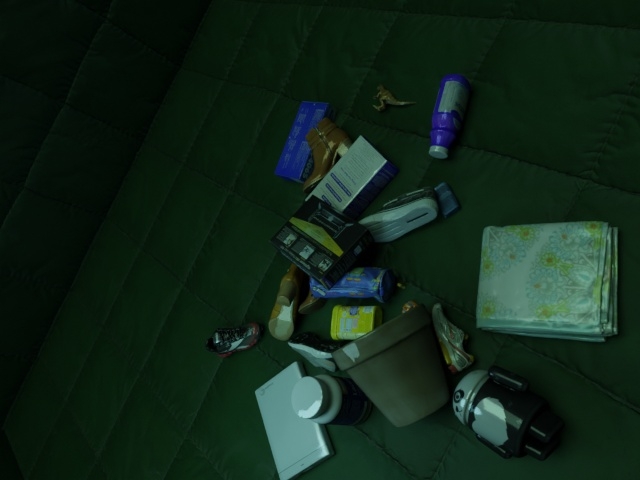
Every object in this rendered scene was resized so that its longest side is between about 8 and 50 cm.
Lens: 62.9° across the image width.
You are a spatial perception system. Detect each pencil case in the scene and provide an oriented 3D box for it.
[{"bbox_3d":[0.103,0.149,1.826,0.306,0.133,0.119,1,115,28],"label":"pencil case"}]

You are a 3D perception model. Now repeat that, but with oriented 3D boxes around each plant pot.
[{"bbox_3d":[0.235,0.383,1.562,0.323,0.323,0.280,-33,79,26],"label":"plant pot"}]

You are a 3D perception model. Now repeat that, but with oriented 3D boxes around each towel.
[{"bbox_3d":[0.630,0.110,1.473,0.374,0.090,0.320,-2,69,39],"label":"towel"},{"bbox_3d":[0.424,-0.139,1.775,0.067,0.029,0.119,-37,53,24],"label":"towel"}]

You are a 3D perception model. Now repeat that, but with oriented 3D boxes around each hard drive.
[{"bbox_3d":[-0.103,0.652,1.894,0.233,0.047,0.353,-40,52,21],"label":"hard drive"}]

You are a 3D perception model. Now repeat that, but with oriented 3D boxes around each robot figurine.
[{"bbox_3d":[0.488,0.460,1.391,0.278,0.173,0.209,24,82,42],"label":"robot figurine"}]

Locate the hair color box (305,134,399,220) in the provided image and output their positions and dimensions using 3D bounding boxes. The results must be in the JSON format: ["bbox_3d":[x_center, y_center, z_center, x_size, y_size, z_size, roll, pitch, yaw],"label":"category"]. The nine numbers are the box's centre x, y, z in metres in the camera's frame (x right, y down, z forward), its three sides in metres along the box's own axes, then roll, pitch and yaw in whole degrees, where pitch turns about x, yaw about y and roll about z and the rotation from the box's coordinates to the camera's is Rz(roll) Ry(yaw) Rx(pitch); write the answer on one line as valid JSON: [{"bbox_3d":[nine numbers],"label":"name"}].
[{"bbox_3d":[0.117,-0.209,2.005,0.339,0.110,0.185,-47,52,14],"label":"hair color box"}]

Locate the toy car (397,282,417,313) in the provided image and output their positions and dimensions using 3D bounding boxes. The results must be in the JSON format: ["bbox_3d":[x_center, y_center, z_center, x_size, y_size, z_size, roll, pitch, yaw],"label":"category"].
[{"bbox_3d":[0.275,0.201,1.758,0.060,0.040,0.122,-45,51,17],"label":"toy car"}]

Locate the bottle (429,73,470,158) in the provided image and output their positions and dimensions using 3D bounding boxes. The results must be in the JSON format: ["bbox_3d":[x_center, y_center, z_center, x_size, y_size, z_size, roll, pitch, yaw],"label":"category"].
[{"bbox_3d":[0.442,-0.426,1.811,0.092,0.118,0.283,9,78,41],"label":"bottle"}]

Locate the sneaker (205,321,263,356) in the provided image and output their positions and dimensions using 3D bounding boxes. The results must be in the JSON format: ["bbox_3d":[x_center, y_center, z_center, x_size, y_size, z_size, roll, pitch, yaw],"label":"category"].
[{"bbox_3d":[-0.364,0.402,2.148,0.276,0.135,0.097,-27,56,28],"label":"sneaker"}]

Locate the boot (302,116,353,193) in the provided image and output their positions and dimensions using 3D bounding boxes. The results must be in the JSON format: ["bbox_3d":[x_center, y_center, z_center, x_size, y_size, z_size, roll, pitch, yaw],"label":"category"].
[{"bbox_3d":[-0.006,-0.345,2.116,0.283,0.109,0.220,-42,71,13],"label":"boot"}]

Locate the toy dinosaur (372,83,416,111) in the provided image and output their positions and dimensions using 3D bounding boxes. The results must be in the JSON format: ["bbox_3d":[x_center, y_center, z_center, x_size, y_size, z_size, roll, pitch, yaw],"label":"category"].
[{"bbox_3d":[0.262,-0.553,2.046,0.112,0.064,0.211,-49,50,12],"label":"toy dinosaur"}]

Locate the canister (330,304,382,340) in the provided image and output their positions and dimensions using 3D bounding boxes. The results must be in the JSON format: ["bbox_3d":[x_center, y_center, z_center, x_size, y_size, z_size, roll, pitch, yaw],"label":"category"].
[{"bbox_3d":[0.128,0.289,1.826,0.170,0.073,0.126,-6,70,37],"label":"canister"}]

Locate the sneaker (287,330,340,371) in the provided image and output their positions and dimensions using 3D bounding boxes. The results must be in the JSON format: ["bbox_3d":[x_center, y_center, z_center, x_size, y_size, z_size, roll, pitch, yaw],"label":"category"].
[{"bbox_3d":[-0.028,0.404,1.896,0.271,0.100,0.108,11,116,52],"label":"sneaker"}]

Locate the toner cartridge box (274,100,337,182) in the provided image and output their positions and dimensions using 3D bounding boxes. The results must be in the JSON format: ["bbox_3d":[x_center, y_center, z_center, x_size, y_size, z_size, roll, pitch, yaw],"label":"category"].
[{"bbox_3d":[-0.063,-0.423,2.257,0.165,0.075,0.348,18,86,41],"label":"toner cartridge box"}]

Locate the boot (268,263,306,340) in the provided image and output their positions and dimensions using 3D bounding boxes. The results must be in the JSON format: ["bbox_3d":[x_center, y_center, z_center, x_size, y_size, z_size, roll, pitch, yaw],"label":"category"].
[{"bbox_3d":[-0.115,0.231,2.027,0.104,0.295,0.211,17,43,7],"label":"boot"}]

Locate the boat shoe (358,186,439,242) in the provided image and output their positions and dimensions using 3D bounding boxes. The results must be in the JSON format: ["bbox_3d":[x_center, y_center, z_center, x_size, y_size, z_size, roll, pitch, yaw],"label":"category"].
[{"bbox_3d":[0.270,-0.089,1.842,0.335,0.121,0.119,-19,40,35],"label":"boat shoe"}]

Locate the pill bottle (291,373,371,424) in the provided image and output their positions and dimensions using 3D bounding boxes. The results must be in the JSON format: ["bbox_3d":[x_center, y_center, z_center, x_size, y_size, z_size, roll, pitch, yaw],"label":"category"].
[{"bbox_3d":[0.036,0.513,1.684,0.153,0.264,0.153,-15,65,35],"label":"pill bottle"}]

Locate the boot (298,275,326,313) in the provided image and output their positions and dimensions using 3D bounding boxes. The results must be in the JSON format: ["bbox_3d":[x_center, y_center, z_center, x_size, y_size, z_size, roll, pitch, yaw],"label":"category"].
[{"bbox_3d":[-0.023,0.177,1.997,0.197,0.073,0.152,-35,54,9],"label":"boot"}]

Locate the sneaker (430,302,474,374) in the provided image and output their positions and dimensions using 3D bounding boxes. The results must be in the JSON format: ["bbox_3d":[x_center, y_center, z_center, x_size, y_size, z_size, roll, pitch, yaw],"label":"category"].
[{"bbox_3d":[0.401,0.293,1.604,0.092,0.088,0.225,-21,58,8],"label":"sneaker"}]

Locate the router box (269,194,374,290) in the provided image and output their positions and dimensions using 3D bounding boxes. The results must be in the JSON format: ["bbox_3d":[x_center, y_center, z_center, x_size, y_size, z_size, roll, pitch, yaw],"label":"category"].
[{"bbox_3d":[0.000,0.000,1.855,0.243,0.081,0.309,-47,49,-9],"label":"router box"}]
